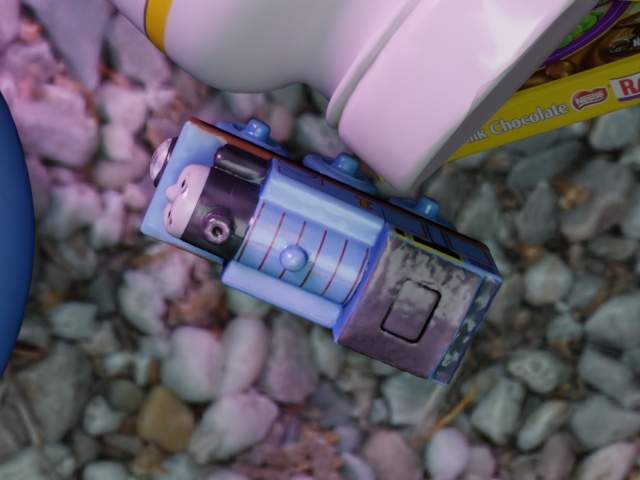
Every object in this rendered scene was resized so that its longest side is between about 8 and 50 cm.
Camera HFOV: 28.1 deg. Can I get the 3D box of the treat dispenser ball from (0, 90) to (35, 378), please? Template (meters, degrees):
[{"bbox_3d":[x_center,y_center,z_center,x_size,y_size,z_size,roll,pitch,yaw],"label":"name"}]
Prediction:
[{"bbox_3d":[-0.266,-0.001,0.531,0.288,0.288,0.288,-1,106,-2],"label":"treat dispenser ball"}]

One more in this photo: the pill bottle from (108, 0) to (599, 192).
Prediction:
[{"bbox_3d":[-0.040,-0.182,0.497,0.334,0.188,0.188,43,100,4],"label":"pill bottle"}]

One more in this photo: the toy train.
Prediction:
[{"bbox_3d":[0.000,0.000,0.636,0.184,0.105,0.080,24,104,-9],"label":"toy train"}]

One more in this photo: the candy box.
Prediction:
[{"bbox_3d":[0.119,-0.096,0.584,0.206,0.105,0.027,-16,127,22],"label":"candy box"}]
